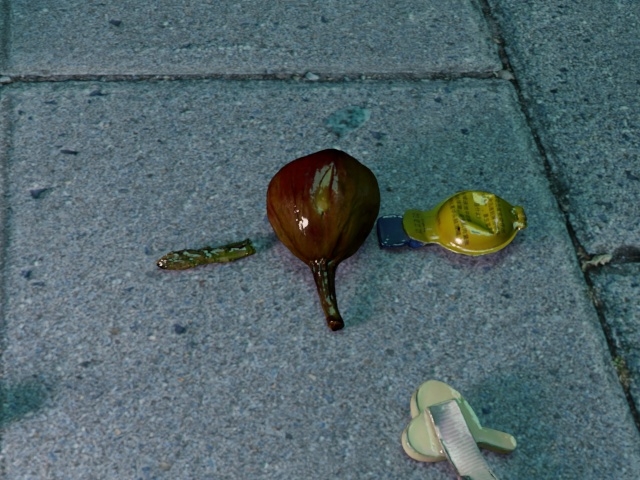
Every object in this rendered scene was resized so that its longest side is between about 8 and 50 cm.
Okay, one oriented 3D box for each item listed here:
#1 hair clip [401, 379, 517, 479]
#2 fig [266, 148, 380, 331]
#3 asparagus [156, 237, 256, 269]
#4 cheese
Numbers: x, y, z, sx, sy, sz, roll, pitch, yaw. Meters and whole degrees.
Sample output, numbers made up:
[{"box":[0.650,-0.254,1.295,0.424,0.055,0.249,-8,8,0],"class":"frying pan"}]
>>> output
[{"box":[0.206,0.292,1.911,0.159,0.071,0.218,-13,54,-24],"class":"hair clip"},{"box":[0.025,-0.019,2.122,0.190,0.191,0.290,-8,46,-16],"class":"fig"},{"box":[-0.184,0.024,2.144,0.165,0.030,0.036,-9,72,-19],"class":"asparagus"},{"box":[0.219,-0.027,2.234,0.250,0.064,0.157,-4,45,0],"class":"cheese"}]
